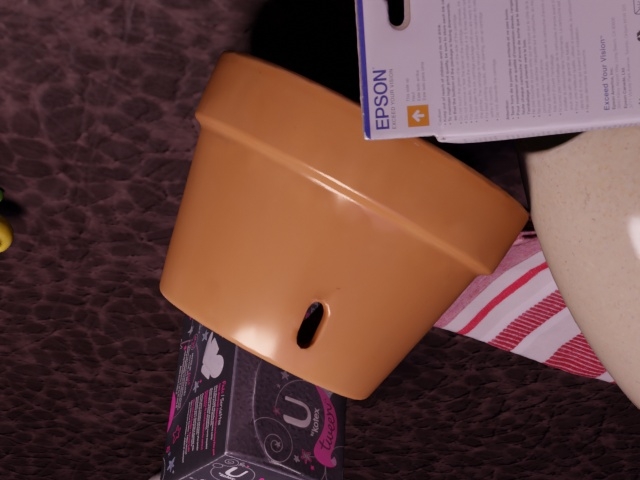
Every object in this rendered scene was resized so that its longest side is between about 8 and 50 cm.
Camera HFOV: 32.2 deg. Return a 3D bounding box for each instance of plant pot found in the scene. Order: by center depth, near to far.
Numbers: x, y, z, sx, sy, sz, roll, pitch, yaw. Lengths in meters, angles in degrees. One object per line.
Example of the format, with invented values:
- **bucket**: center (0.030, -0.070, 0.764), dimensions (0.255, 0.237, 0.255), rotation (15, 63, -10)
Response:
- **plant pot**: center (0.000, 0.000, 0.933), dimensions (0.291, 0.203, 0.291), rotation (28, 180, 0)

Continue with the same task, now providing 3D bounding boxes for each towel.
- **towel**: center (0.286, 0.081, 1.290), dimensions (0.329, 0.037, 0.237), rotation (19, 143, -21)

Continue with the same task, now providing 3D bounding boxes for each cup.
- **cup**: center (0.298, -0.052, 0.891), dimensions (0.237, 0.331, 0.331), rotation (42, 134, -16)

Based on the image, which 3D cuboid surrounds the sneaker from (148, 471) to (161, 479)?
- **sneaker**: center (-0.187, 0.355, 1.708), dimensions (0.237, 0.085, 0.086), rotation (-19, 113, 35)

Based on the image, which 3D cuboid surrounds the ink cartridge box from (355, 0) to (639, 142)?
- **ink cartridge box**: center (0.136, -0.182, 0.777), dimensions (0.224, 0.223, 0.045), rotation (-3, 178, 10)

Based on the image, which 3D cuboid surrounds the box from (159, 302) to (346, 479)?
- **box**: center (-0.067, 0.174, 1.273), dimensions (0.163, 0.247, 0.142), rotation (25, 141, -28)

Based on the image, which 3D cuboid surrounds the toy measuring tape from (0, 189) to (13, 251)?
- **toy measuring tape**: center (-0.446, -0.062, 1.092), dimensions (0.121, 0.121, 0.330), rotation (-24, 136, 35)
